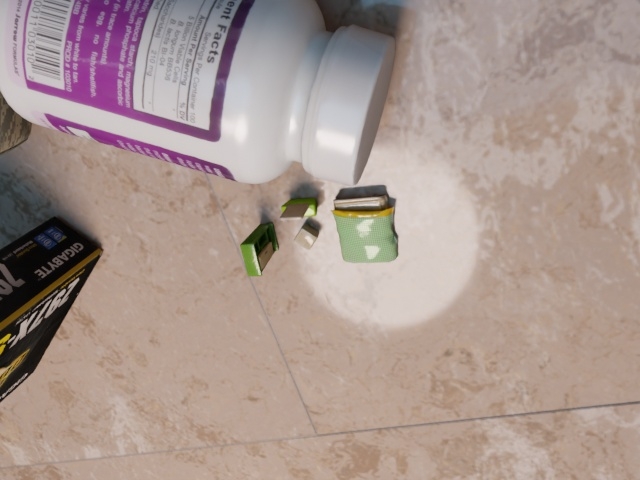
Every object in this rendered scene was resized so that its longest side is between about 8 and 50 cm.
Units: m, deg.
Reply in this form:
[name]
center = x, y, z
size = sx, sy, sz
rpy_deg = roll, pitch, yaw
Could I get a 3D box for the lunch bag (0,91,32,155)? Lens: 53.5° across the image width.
[lunch bag]
center = -0.405, -0.221, 0.538
size = 0.305, 0.212, 0.256
rpy_deg = 11, 104, -11

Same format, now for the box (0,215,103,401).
[box]
center = -0.393, 0.141, 0.672
size = 0.079, 0.322, 0.257
rpy_deg = 36, 119, -2

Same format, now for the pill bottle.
[pill bottle]
center = -0.097, -0.144, 0.538
size = 0.301, 0.169, 0.169
rpy_deg = 16, 119, 7

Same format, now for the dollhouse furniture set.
[dollhouse furniture set]
center = 0.000, 0.000, 0.644
size = 0.152, 0.058, 0.076
rpy_deg = -3, 115, 17
